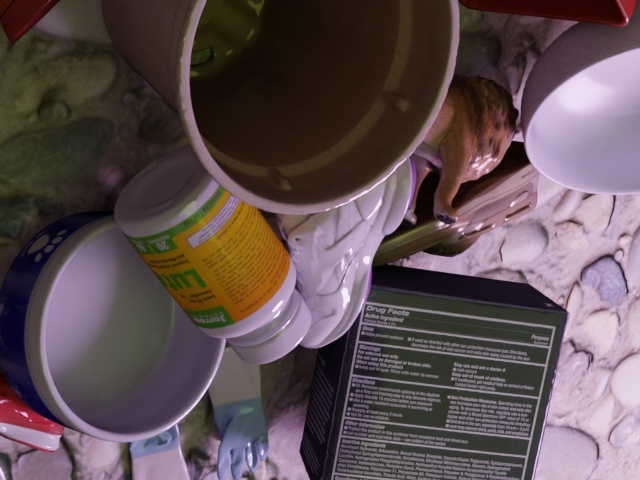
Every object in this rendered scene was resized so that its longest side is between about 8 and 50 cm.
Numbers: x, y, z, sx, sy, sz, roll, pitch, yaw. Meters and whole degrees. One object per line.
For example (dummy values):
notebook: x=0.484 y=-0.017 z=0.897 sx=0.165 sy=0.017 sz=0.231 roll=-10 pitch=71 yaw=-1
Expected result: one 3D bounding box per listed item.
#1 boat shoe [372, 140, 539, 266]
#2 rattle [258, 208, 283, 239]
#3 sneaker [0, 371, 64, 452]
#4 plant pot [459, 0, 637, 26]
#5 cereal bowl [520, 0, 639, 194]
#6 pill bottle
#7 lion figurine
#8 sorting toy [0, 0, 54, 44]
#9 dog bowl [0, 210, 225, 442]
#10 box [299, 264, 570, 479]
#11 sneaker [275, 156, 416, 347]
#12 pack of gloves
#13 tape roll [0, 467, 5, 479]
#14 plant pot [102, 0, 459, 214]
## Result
boat shoe: x=0.178 y=-0.028 z=1.842 sx=0.341 sy=0.122 sz=0.110 roll=-25 pitch=123 yaw=-26
rattle: x=-0.134 y=0.002 z=1.638 sx=0.200 sy=0.130 sz=0.142 roll=-3 pitch=132 yaw=-34
sneaker: x=-0.373 y=0.163 z=1.575 sx=0.221 sy=0.087 sz=0.128 roll=32 pitch=83 yaw=-53
plant pot: x=0.280 y=-0.450 z=1.637 sx=0.235 sy=0.267 sz=0.267 roll=-55 pitch=133 yaw=-18
cereal bowl: x=0.428 y=-0.208 z=1.785 sx=0.339 sy=0.141 sz=0.339 roll=-4 pitch=148 yaw=-2
pill bottle: x=-0.112 y=0.023 z=1.507 sx=0.136 sy=0.136 sz=0.245 roll=-42 pitch=122 yaw=-12
lion figurine: x=0.098 y=-0.169 z=1.701 sx=0.392 sy=0.142 sz=0.240 roll=32 pitch=66 yaw=-35
sorting toy: x=-0.244 y=-0.379 z=1.398 sx=0.126 sy=0.127 sz=0.365 roll=42 pitch=81 yaw=-11
dog bowl: x=-0.242 y=0.097 z=1.561 sx=0.265 sy=0.104 sz=0.264 roll=-6 pitch=99 yaw=-43
box: x=0.148 y=0.195 z=1.805 sx=0.296 sy=0.183 sz=0.294 roll=8 pitch=101 yaw=-11
sneaker: x=0.000 y=0.000 z=1.602 sx=0.152 sy=0.114 sz=0.305 roll=8 pitch=126 yaw=-20
pack of gloves: x=-0.172 y=0.239 z=1.782 sx=0.195 sy=0.046 sz=0.232 roll=-13 pitch=122 yaw=-14
tape roll: x=-0.483 y=0.307 z=1.558 sx=0.219 sy=0.072 sz=0.219 roll=-16 pitch=121 yaw=-30
plant pot: x=-0.075 y=-0.234 z=1.434 sx=0.334 sy=0.305 sz=0.333 roll=-16 pitch=120 yaw=-30
